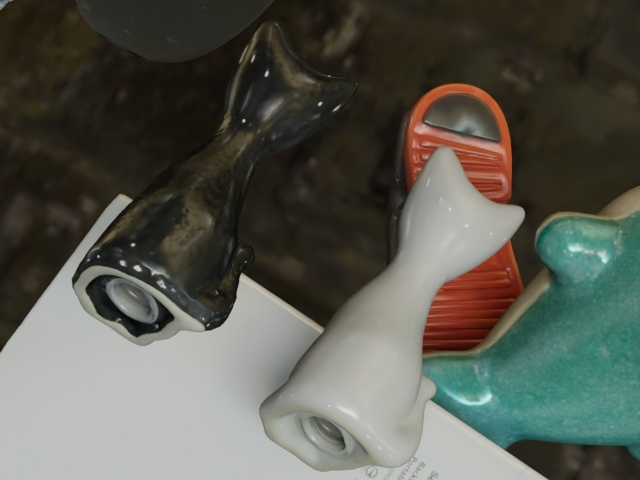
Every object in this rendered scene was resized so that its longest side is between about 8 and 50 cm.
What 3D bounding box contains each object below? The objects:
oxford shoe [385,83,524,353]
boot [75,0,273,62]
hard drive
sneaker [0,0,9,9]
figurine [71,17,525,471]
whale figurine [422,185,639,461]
[{"bbox_3d":[0.091,0.027,1.412,0.097,0.271,0.098,4,178,-12],"label":"oxford shoe"},{"bbox_3d":[-0.042,-0.215,1.003,0.112,0.115,0.305,23,136,-8],"label":"boot"},{"bbox_3d":[-0.054,0.157,1.212,0.353,0.233,0.047,33,173,20],"label":"hard drive"},{"bbox_3d":[-0.282,-0.152,1.479,0.153,0.282,0.099,3,-178,9],"label":"sneaker"},{"bbox_3d":[0.000,0.000,1.148,0.215,0.209,0.092,36,152,-7],"label":"figurine"},{"bbox_3d":[0.191,0.079,1.269,0.141,0.272,0.216,-110,-6,-57],"label":"whale figurine"}]
